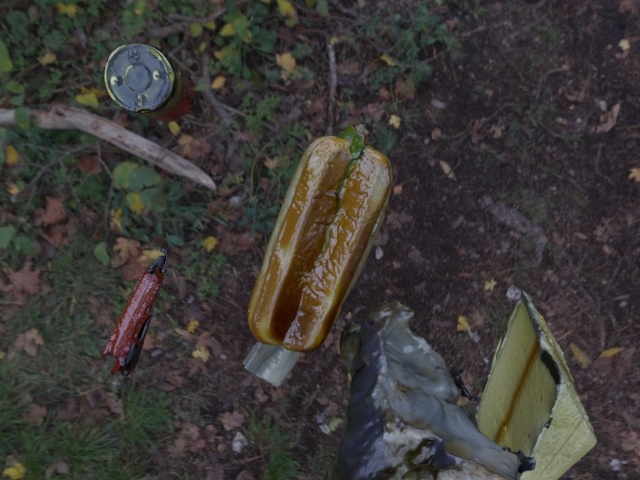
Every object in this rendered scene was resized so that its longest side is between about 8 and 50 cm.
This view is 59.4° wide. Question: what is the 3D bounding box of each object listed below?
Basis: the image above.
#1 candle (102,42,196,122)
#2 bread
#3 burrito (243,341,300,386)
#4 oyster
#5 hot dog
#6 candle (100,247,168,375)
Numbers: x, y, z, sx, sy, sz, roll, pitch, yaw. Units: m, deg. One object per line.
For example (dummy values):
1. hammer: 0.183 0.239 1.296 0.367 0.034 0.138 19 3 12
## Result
1. candle: -0.130 -0.122 0.449 0.051 0.131 0.052 0 98 -3
2. bread: 0.459 0.399 1.355 0.405 0.242 0.346 -42 22 14
3. burrito: -0.043 0.134 0.845 0.226 0.060 0.087 -55 38 18
4. oyster: 0.089 0.191 0.535 0.197 0.133 0.337 -37 30 27
5. hot dog: 0.000 0.000 0.576 0.104 0.076 0.250 16 106 -8
6. candle: -0.397 0.159 1.237 0.059 0.084 0.302 25 92 41
